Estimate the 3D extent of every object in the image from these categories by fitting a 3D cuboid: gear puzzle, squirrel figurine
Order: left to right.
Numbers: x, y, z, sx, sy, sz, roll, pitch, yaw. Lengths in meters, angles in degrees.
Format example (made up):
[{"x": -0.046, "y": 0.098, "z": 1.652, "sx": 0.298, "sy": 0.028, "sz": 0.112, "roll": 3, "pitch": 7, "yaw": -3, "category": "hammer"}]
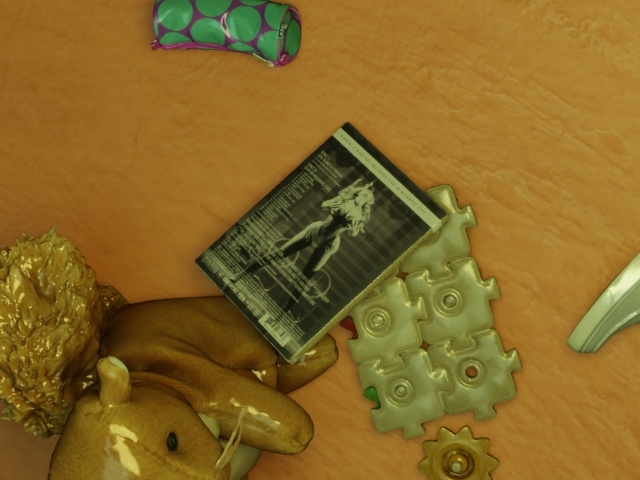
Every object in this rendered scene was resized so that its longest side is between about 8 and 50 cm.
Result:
[{"x": -0.211, "y": 0.171, "z": 1.733, "sx": 0.397, "sy": 0.370, "sz": 0.281, "roll": 32, "pitch": 104, "yaw": 9, "category": "squirrel figurine"}, {"x": 0.120, "y": 0.114, "z": 1.815, "sx": 0.175, "sy": 0.044, "sz": 0.339, "roll": -17, "pitch": 96, "yaw": 15, "category": "gear puzzle"}]

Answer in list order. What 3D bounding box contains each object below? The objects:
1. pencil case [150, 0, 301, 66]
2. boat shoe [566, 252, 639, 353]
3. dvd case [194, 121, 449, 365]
[{"x": -0.100, "y": -0.224, "z": 1.811, "sx": 0.151, "sy": 0.064, "sz": 0.070, "roll": 9, "pitch": 76, "yaw": 14, "category": "pencil case"}, {"x": 0.346, "y": 0.045, "z": 1.722, "sx": 0.081, "sy": 0.079, "sz": 0.227, "roll": 46, "pitch": 103, "yaw": 9, "category": "boat shoe"}, {"x": 0.000, "y": 0.000, "z": 1.770, "sx": 0.221, "sy": 0.018, "sz": 0.164, "roll": -43, "pitch": 60, "yaw": -4, "category": "dvd case"}]
